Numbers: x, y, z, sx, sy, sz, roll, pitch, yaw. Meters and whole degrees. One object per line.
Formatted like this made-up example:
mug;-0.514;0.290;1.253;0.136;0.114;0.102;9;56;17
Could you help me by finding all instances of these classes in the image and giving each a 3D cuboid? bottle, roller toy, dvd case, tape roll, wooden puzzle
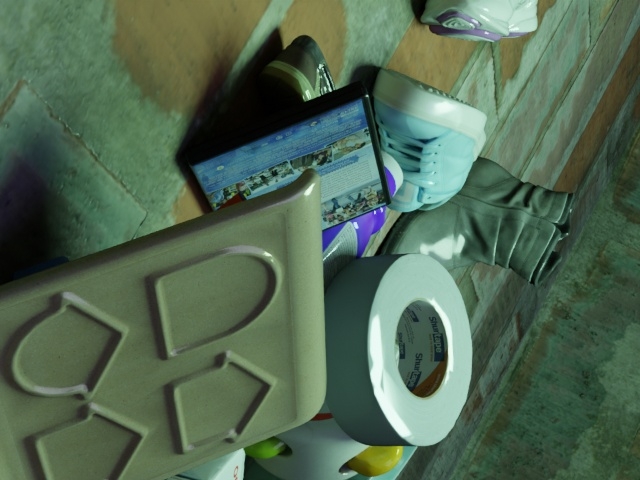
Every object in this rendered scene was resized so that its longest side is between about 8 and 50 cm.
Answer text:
bottle;0.000;0.000;1.604;0.283;0.092;0.118;-51;159;-35
roller toy;-0.005;0.194;1.686;0.146;0.209;0.191;92;-2;-52
dvd case;-0.024;-0.063;1.398;0.180;0.022;0.253;-22;156;-1
tape roll;0.087;0.124;1.574;0.219;0.072;0.219;11;76;-52
wooden puzzle;-0.154;0.098;1.194;0.348;0.080;0.322;-24;142;-19

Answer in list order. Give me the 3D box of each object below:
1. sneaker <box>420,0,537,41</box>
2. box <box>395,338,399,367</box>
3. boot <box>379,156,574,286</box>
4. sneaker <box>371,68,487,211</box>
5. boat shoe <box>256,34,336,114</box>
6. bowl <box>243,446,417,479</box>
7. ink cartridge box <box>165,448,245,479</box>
sneaker;0.206;-0.329;1.746;0.305;0.114;0.152;-30;129;-67
box;0.087;0.190;2.080;0.094;0.113;0.275;-62;161;0
boot;0.230;0.016;2.052;0.338;0.223;0.118;-56;161;-23
sneaker;0.129;-0.107;1.751;0.150;0.135;0.366;-66;161;-2
boat shoe;-0.005;-0.130;1.434;0.073;0.080;0.223;-53;155;-15
bowl;0.000;0.301;1.855;0.311;0.163;0.311;-48;166;-16
ink cartridge box;-0.153;0.293;1.352;0.190;0.082;0.139;-48;149;-58
